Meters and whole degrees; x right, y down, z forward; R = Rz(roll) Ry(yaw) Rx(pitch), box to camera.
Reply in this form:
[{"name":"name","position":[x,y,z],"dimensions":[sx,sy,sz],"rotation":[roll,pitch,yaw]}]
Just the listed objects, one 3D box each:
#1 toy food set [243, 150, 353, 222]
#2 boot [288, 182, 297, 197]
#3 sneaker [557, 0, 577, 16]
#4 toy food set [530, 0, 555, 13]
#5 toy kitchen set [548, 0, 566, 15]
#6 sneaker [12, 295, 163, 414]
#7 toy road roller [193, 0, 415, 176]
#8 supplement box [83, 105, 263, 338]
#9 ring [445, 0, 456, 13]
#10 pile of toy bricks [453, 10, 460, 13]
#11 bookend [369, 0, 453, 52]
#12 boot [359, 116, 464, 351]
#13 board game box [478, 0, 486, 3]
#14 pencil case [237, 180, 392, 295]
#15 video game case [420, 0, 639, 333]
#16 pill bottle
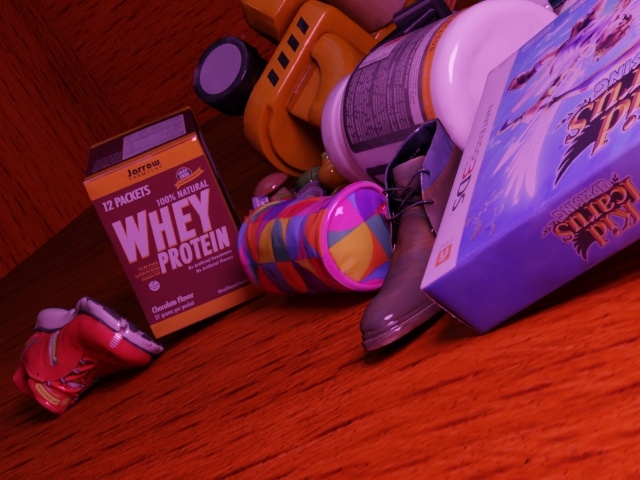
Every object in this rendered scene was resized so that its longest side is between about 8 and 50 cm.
[{"name":"toy food set","position":[-0.036,-0.052,1.527],"dimensions":[0.218,0.071,0.128],"rotation":[-27,14,34]},{"name":"boot","position":[0.005,-0.095,1.671],"dimensions":[0.106,0.037,0.114],"rotation":[-42,1,42]},{"name":"sneaker","position":[0.282,-0.215,1.360],"dimensions":[0.178,0.072,0.077],"rotation":[-41,23,6]},{"name":"toy food set","position":[0.253,-0.206,1.248],"dimensions":[0.232,0.111,0.104],"rotation":[-29,12,13]},{"name":"toy kitchen set","position":[0.304,-0.339,1.509],"dimensions":[0.122,0.166,0.207],"rotation":[-33,12,9]},{"name":"sneaker","position":[-0.270,0.141,1.400],"dimensions":[0.279,0.107,0.118],"rotation":[-18,40,58]},{"name":"toy road roller","position":[0.024,-0.235,1.586],"dimensions":[0.240,0.202,0.329],"rotation":[31,91,43]},{"name":"supplement box","position":[-0.165,-0.026,1.393],"dimensions":[0.129,0.191,0.194],"rotation":[-23,17,-1]},{"name":"ring","position":[0.254,-0.343,1.568],"dimensions":[0.336,0.032,0.336],"rotation":[-26,-23,-12]},{"name":"pile of toy bricks","position":[0.201,-0.274,1.759],"dimensions":[0.105,0.118,0.212],"rotation":[3,11,24]},{"name":"bookend","position":[0.113,-0.174,1.399],"dimensions":[0.072,0.157,0.156],"rotation":[-23,16,46]},{"name":"boot","position":[0.068,-0.008,0.968],"dimensions":[0.082,0.106,0.219],"rotation":[-24,15,41]},{"name":"board game box","position":[0.386,-0.438,1.743],"dimensions":[0.317,0.046,0.213],"rotation":[-27,-5,-18]},{"name":"pencil case","position":[0.000,0.000,1.159],"dimensions":[0.104,0.104,0.236],"rotation":[-38,14,-19]},{"name":"video game case","position":[0.193,-0.094,0.815],"dimensions":[0.269,0.061,0.244],"rotation":[-39,22,44]},{"name":"pill bottle","position":[0.116,-0.124,1.172],"dimensions":[0.162,0.162,0.278],"rotation":[-39,13,-21]}]
